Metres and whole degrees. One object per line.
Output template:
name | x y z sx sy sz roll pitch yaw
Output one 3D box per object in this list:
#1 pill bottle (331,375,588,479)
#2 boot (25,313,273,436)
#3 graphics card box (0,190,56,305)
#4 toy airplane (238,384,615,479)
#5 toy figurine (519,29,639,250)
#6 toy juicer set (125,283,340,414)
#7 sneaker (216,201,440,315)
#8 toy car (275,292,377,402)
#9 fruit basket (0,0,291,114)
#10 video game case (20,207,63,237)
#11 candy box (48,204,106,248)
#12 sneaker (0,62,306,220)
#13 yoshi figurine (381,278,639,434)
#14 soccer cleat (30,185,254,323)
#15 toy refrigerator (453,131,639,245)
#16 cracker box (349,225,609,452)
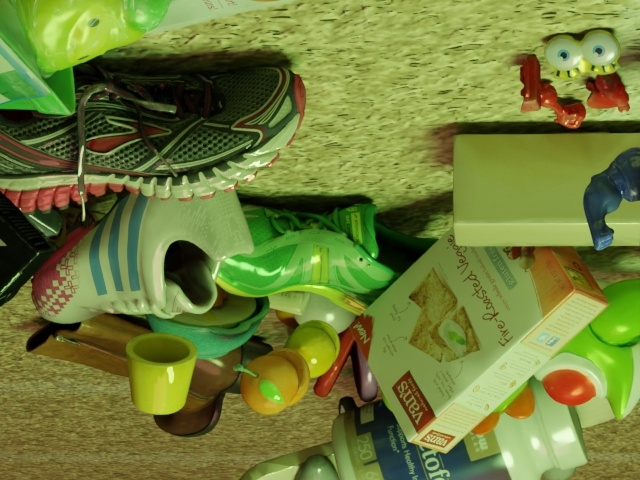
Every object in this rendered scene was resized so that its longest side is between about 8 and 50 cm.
pill bottle | 0.158 0.230 2.209 0.265 0.153 0.153 -19 158 9
boot | -0.239 0.170 2.487 0.280 0.096 0.264 13 159 -28
graphics card box | -0.335 -0.092 1.285 0.371 0.094 0.233 44 176 -5
toy airplane | 0.144 0.265 2.453 0.386 0.272 0.384 -26 158 29
toy figurine | 0.346 -0.043 1.606 0.362 0.217 0.191 -2 161 12
toy juicer set | -0.083 0.071 2.011 0.209 0.089 0.329 5 -156 -2
sneaker | 0.000 0.000 1.984 0.295 0.109 0.123 12 137 -25
toy car | 0.039 0.116 2.233 0.182 0.136 0.159 3 161 -3
fruit basket | -0.146 -0.193 1.285 0.353 0.165 0.327 -6 160 12
video game case | -0.409 -0.034 1.916 0.274 0.026 0.196 -15 139 43
candy box | -0.287 0.001 2.049 0.187 0.053 0.109 12 158 -32
sneaker | -0.159 -0.099 1.652 0.299 0.121 0.112 -9 129 9
yoshi figurine | 0.227 0.075 2.107 0.362 0.203 0.203 -14 -157 -4
soccer cleat | -0.176 0.032 1.884 0.116 0.143 0.331 -22 167 -38
toy refrigerator | 0.257 -0.049 1.796 0.269 0.094 0.102 0 168 6
cracker box | 0.150 0.074 1.918 0.067 0.155 0.232 21 121 -45
